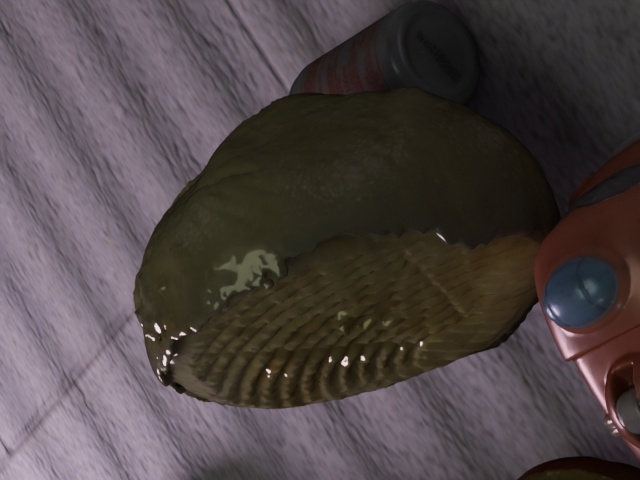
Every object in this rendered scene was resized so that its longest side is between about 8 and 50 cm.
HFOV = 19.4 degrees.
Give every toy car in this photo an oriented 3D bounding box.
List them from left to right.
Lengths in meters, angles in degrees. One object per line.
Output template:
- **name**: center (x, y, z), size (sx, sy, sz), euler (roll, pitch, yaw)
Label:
- **toy car**: center (0.270, 0.051, 1.388), size (0.180, 0.212, 0.270), euler (-35, 80, 49)

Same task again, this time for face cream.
- **face cream**: center (0.027, -0.122, 1.662), size (0.251, 0.101, 0.101), euler (-27, 87, 50)

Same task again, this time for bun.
- **bun**: center (0.011, -0.006, 1.531), size (0.364, 0.364, 0.202), euler (-45, 55, 48)

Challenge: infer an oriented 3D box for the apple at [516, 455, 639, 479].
- **apple**: center (0.240, 0.282, 1.562), size (0.188, 0.174, 0.207), euler (3, 105, 19)
